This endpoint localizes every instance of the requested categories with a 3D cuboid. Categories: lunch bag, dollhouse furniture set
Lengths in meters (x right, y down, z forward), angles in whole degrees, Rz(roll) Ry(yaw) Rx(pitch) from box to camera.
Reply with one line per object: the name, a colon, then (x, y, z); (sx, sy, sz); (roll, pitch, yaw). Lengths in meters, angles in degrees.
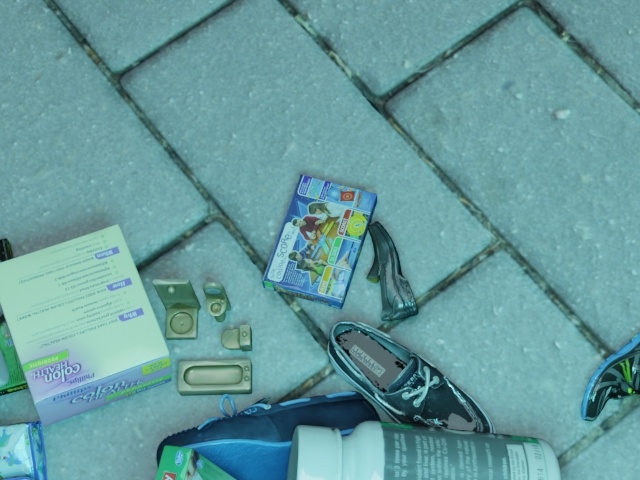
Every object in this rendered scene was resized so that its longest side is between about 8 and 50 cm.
lunch bag: (-0.482, 0.356, 1.894); (0.129, 0.096, 0.151); (-8, 85, -1)
dollhouse furniture set: (-0.182, 0.149, 1.942); (0.144, 0.123, 0.151); (-2, 66, 3)

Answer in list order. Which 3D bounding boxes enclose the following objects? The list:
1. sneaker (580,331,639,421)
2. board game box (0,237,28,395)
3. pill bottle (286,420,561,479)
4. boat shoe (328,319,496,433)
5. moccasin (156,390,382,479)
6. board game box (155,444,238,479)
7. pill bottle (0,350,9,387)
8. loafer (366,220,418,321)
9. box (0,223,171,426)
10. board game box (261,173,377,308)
sneaker: (0.467, 0.208, 1.903); (0.188, 0.067, 0.078); (-38, 63, -15)
board game box: (-0.548, 0.131, 2.028); (0.136, 0.030, 0.259); (-14, 66, -5)
pill bottle: (0.137, 0.361, 1.754); (0.361, 0.204, 0.204); (7, 67, -6)
boat shoe: (0.136, 0.220, 1.901); (0.301, 0.102, 0.108); (38, 74, 18)
moccasin: (-0.079, 0.300, 1.879); (0.342, 0.137, 0.117); (-3, 38, -17)
board game box: (-0.154, 0.428, 1.714); (0.046, 0.317, 0.213); (3, 66, 22)
pill bottle: (-0.630, 0.238, 1.887); (0.302, 0.169, 0.169); (-31, 68, 0)
loafer: (0.101, 0.049, 2.003); (0.061, 0.062, 0.170); (-20, 65, 0)
box: (-0.372, 0.131, 1.952); (0.214, 0.117, 0.243); (-19, 66, -14)
board game box: (0.000, 0.000, 2.043); (0.136, 0.035, 0.201); (16, 68, 10)
